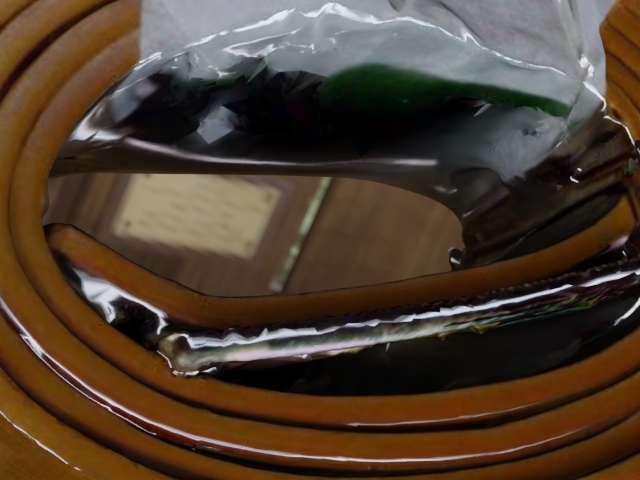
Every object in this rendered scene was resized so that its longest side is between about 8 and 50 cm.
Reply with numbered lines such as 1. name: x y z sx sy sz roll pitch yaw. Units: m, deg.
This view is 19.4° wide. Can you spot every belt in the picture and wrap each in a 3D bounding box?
1. belt: 0.000 0.000 0.500 0.261 0.184 0.105 -9 163 -30
